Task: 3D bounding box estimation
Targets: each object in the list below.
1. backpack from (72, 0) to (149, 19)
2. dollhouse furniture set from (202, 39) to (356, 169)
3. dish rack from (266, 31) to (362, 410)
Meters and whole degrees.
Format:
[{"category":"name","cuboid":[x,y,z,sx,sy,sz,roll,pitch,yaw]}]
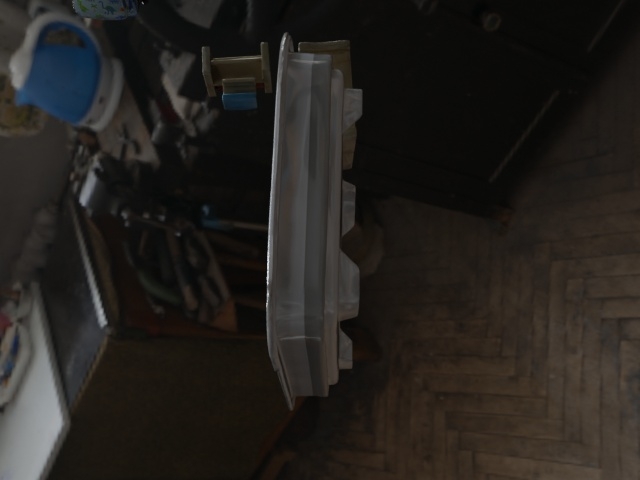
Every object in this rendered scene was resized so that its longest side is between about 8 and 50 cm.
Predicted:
[{"category":"backpack","cuboid":[-0.322,-0.389,1.237,0.114,0.104,0.084,89,-171,-48]},{"category":"dollhouse furniture set","cuboid":[-0.052,-0.167,1.074,0.129,0.183,0.130,93,174,-75]},{"category":"dish rack","cuboid":[0.000,0.000,0.788,0.333,0.072,0.286,88,-178,-69]}]
